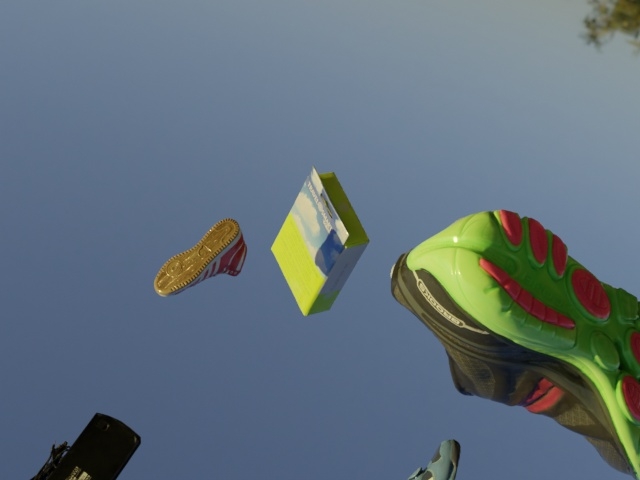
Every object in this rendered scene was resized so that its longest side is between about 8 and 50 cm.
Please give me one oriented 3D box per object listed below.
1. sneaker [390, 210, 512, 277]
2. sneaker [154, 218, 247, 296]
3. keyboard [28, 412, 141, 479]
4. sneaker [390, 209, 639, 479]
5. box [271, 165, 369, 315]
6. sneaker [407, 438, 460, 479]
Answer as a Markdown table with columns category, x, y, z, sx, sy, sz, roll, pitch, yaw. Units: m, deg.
| category | x | y | z | sx | sy | sz | roll | pitch | yaw |
| --- | --- | --- | --- | --- | --- | --- | --- | --- | --- |
| sneaker | 0.237 | 0.033 | 2.029 | 0.258 | 0.091 | 0.094 | -26 | -139 | -12 |
| sneaker | -0.132 | 0.031 | 1.329 | 0.042 | 0.118 | 0.067 | 47 | 171 | 27 |
| keyboard | -0.322 | 0.311 | 1.528 | 0.100 | 0.192 | 0.038 | 35 | 171 | 11 |
| sneaker | 0.270 | 0.128 | 1.408 | 0.202 | 0.185 | 0.483 | -11 | 135 | 47 |
| box | 0.000 | 0.000 | 1.431 | 0.042 | 0.178 | 0.109 | -12 | -119 | -29 |
| sneaker | 0.088 | 0.244 | 1.100 | 0.059 | 0.053 | 0.144 | 24 | -118 | 15 |
